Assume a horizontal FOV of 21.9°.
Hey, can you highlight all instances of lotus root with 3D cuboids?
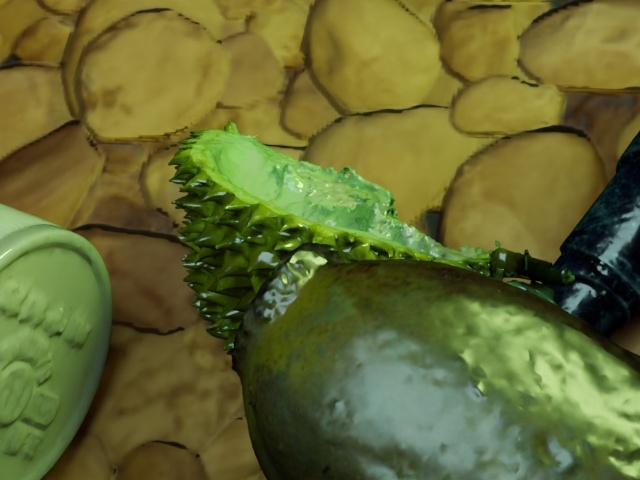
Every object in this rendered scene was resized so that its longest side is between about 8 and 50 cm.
[{"bbox_3d":[0.078,0.091,0.566,0.241,0.124,0.123,28,77,7],"label":"lotus root"}]

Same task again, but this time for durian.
[{"bbox_3d":[0.000,0.000,0.681,0.100,0.086,0.215,-36,42,-24],"label":"durian"}]

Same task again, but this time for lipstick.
[{"bbox_3d":[0.111,0.018,0.667,0.053,0.053,0.234,35,80,29],"label":"lipstick"}]

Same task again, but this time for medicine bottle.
[{"bbox_3d":[-0.227,0.016,0.706,0.258,0.143,0.143,20,69,26],"label":"medicine bottle"}]
